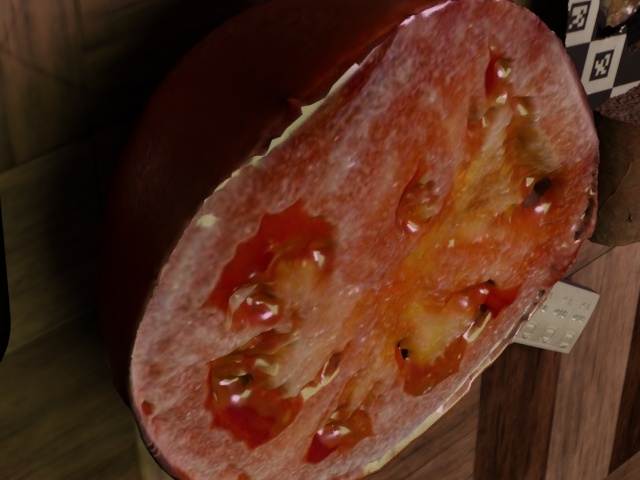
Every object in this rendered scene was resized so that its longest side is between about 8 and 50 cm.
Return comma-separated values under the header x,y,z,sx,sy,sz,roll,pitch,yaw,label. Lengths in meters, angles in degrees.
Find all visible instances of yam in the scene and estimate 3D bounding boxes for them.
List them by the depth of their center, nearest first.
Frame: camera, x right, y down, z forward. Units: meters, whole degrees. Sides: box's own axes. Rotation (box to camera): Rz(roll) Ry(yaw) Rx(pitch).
x,y,z,sx,sy,sz,roll,pitch,yaw,label
0.236,-0.064,0.994,0.084,0.084,0.127,-33,138,-28,yam

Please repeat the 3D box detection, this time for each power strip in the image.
x,y,z,sx,sy,sz,roll,pitch,yaw,label
0.157,0.049,1.034,0.253,0.027,0.060,16,104,-52,power strip

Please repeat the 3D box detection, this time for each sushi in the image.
x,y,z,sx,sy,sz,roll,pitch,yaw,label
0.254,-0.214,0.935,0.279,0.043,0.192,-32,136,-28,sushi

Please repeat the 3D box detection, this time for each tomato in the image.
x,y,z,sx,sy,sz,roll,pitch,yaw,label
-0.003,-0.010,0.723,0.338,0.144,0.338,-27,137,-28,tomato

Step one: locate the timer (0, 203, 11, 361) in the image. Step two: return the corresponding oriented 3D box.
x,y,z,sx,sy,sz,roll,pitch,yaw,label
-0.234,0.027,0.573,0.187,0.055,0.144,-20,130,-33,timer
